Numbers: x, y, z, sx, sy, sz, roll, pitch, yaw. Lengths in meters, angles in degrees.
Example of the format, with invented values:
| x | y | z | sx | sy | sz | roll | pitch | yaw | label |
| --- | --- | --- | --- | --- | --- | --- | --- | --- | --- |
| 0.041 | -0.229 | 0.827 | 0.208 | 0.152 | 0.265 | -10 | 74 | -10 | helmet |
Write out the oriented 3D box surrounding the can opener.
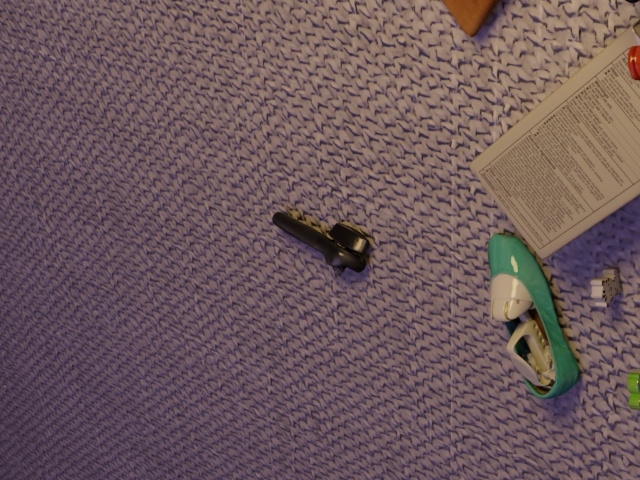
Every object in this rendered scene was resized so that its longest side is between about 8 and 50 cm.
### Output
| x | y | z | sx | sy | sz | roll | pitch | yaw | label |
| --- | --- | --- | --- | --- | --- | --- | --- | --- | --- |
| 0.000 | 0.000 | 1.846 | 0.186 | 0.073 | 0.059 | 24 | 170 | 36 | can opener |

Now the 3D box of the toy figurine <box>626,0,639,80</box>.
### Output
| x | y | z | sx | sy | sz | roll | pitch | yaw | label |
| --- | --- | --- | --- | --- | --- | --- | --- | --- | --- |
| 0.369 | -0.280 | 1.146 | 0.148 | 0.209 | 0.213 | -5 | 133 | 51 | toy figurine |

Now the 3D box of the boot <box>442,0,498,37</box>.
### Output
| x | y | z | sx | sy | sz | roll | pitch | yaw | label |
| --- | --- | --- | --- | --- | --- | --- | --- | --- | --- |
| 0.233 | -0.329 | 1.352 | 0.264 | 0.096 | 0.280 | 49 | 140 | 8 | boot |

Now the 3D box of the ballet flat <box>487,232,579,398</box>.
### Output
| x | y | z | sx | sy | sz | roll | pitch | yaw | label |
| --- | --- | --- | --- | --- | --- | --- | --- | --- | --- |
| 0.283 | 0.111 | 1.604 | 0.083 | 0.087 | 0.247 | -14 | 105 | 49 | ballet flat |

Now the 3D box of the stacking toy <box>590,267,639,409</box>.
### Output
| x | y | z | sx | sy | sz | roll | pitch | yaw | label |
| --- | --- | --- | --- | --- | --- | --- | --- | --- | --- |
| 0.449 | 0.135 | 1.484 | 0.167 | 0.052 | 0.221 | 1 | 117 | 45 | stacking toy |

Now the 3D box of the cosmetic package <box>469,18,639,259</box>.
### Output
| x | y | z | sx | sy | sz | roll | pitch | yaw | label |
| --- | --- | --- | --- | --- | --- | --- | --- | --- | --- |
| 0.336 | -0.123 | 1.375 | 0.160 | 0.113 | 0.309 | 53 | 139 | 3 | cosmetic package |
